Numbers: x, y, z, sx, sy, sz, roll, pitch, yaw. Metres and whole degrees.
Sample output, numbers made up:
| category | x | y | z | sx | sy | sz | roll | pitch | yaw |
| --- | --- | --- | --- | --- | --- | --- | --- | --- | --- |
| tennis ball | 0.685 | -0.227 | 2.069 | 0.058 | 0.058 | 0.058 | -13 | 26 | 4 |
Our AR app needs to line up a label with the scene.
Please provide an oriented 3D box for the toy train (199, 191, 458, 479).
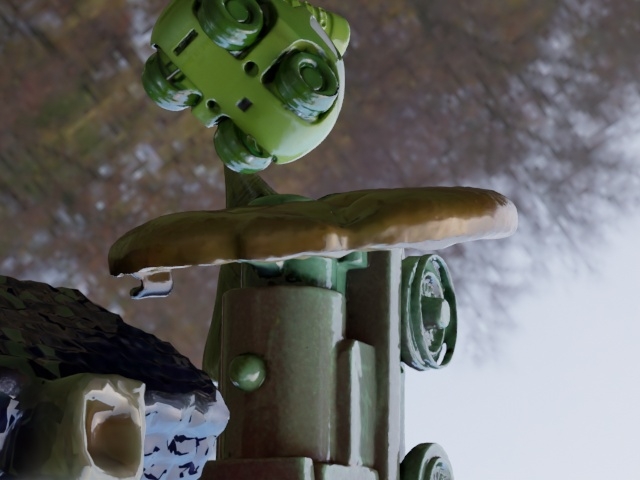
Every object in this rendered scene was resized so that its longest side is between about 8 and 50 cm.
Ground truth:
| category | x | y | z | sx | sy | sz | roll | pitch | yaw |
| --- | --- | --- | --- | --- | --- | --- | --- | --- | --- |
| toy train | -0.004 | 0.106 | 1.092 | 0.150 | 0.221 | 0.304 | -6 | -104 | 25 |

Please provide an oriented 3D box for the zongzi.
| category | x | y | z | sx | sy | sz | roll | pitch | yaw |
| --- | --- | --- | --- | --- | --- | --- | --- | --- | --- |
| zongzi | -0.090 | 0.041 | 1.646 | 0.205 | 0.204 | 0.094 | -47 | -157 | -7 |

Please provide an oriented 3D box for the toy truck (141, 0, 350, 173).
| category | x | y | z | sx | sy | sz | roll | pitch | yaw |
| --- | --- | --- | --- | --- | --- | --- | --- | --- | --- |
| toy truck | -0.064 | -0.186 | 1.551 | 0.148 | 0.187 | 0.211 | -41 | -154 | 41 |

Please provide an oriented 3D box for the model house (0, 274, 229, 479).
| category | x | y | z | sx | sy | sz | roll | pitch | yaw |
| --- | --- | --- | --- | --- | --- | --- | --- | --- | --- |
| model house | -0.179 | 0.164 | 0.759 | 0.284 | 0.243 | 0.299 | -20 | -111 | 38 |

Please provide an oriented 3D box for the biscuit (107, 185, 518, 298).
| category | x | y | z | sx | sy | sz | roll | pitch | yaw |
| --- | --- | --- | --- | --- | --- | --- | --- | --- | --- |
| biscuit | -0.002 | -0.005 | 0.830 | 0.203 | 0.041 | 0.260 | -10 | -179 | 7 |
